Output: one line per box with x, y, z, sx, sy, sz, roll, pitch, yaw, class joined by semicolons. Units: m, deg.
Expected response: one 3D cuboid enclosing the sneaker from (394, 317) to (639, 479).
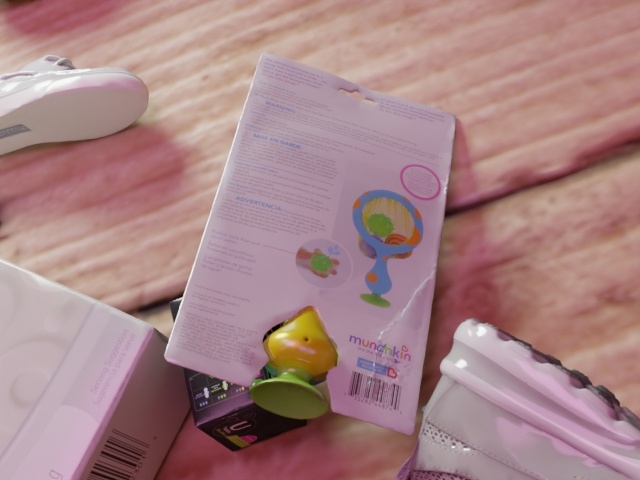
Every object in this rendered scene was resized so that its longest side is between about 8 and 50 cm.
0.159;0.155;0.452;0.281;0.105;0.115;35;97;35;sneaker

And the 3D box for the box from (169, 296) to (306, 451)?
-0.050;0.074;0.570;0.052;0.062;0.083;-22;60;7;box

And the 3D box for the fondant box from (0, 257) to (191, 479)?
-0.273;0.116;0.600;0.330;0.096;0.238;20;74;23;fondant box

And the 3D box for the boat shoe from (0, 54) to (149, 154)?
-0.214;-0.110;0.724;0.184;0.066;0.063;-12;63;25;boat shoe

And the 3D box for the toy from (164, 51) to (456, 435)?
0.000;0.000;0.569;0.137;0.056;0.237;18;50;-7;toy
